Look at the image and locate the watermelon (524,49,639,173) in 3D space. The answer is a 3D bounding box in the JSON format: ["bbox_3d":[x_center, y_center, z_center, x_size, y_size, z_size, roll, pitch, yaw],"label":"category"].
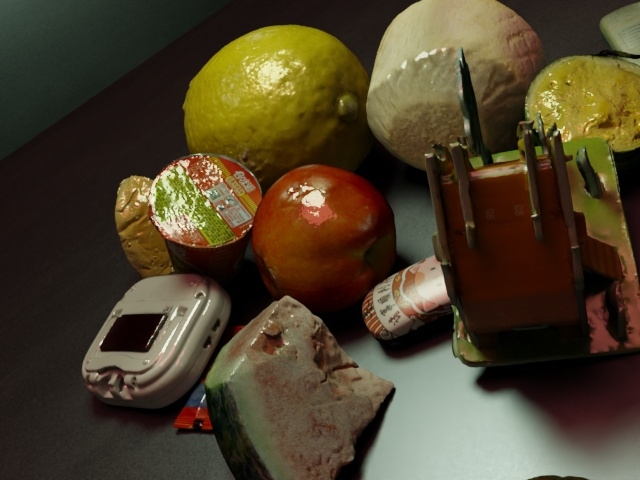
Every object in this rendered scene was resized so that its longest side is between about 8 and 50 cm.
[{"bbox_3d":[0.415,-0.181,1.192,0.204,0.127,0.232,0,52,12],"label":"watermelon"}]

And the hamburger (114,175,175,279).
[{"bbox_3d":[-0.315,-0.019,1.505,0.135,0.207,0.155,-8,34,37],"label":"hamburger"}]

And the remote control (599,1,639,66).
[{"bbox_3d":[0.573,-0.357,1.399,0.098,0.038,0.233,-21,34,17],"label":"remote control"}]

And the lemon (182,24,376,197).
[{"bbox_3d":[-0.049,-0.232,1.449,0.364,0.364,0.364,-22,33,15],"label":"lemon"}]

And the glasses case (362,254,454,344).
[{"bbox_3d":[0.185,0.063,1.104,0.267,0.067,0.103,-25,37,8],"label":"glasses case"}]

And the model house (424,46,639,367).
[{"bbox_3d":[0.245,-0.074,0.929,0.243,0.312,0.357,-6,55,16],"label":"model house"}]

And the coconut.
[{"bbox_3d":[0.227,-0.272,1.349,0.329,0.328,0.328,-22,33,15],"label":"coconut"}]

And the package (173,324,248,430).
[{"bbox_3d":[-0.155,0.211,1.225,0.083,0.022,0.200,-8,40,34],"label":"package"}]

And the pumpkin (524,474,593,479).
[{"bbox_3d":[0.206,0.303,0.669,0.219,0.162,0.219,-18,32,12],"label":"pumpkin"}]

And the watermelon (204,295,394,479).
[{"bbox_3d":[-0.049,0.215,1.035,0.231,0.193,0.310,-47,9,4],"label":"watermelon"}]

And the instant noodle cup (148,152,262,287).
[{"bbox_3d":[-0.200,-0.014,1.367,0.193,0.212,0.193,4,58,-6],"label":"instant noodle cup"}]

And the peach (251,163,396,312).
[{"bbox_3d":[0.000,0.000,1.220,0.244,0.199,0.243,-14,60,25],"label":"peach"}]

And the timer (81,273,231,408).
[{"bbox_3d":[-0.278,0.161,1.311,0.262,0.087,0.237,-7,45,41],"label":"timer"}]
